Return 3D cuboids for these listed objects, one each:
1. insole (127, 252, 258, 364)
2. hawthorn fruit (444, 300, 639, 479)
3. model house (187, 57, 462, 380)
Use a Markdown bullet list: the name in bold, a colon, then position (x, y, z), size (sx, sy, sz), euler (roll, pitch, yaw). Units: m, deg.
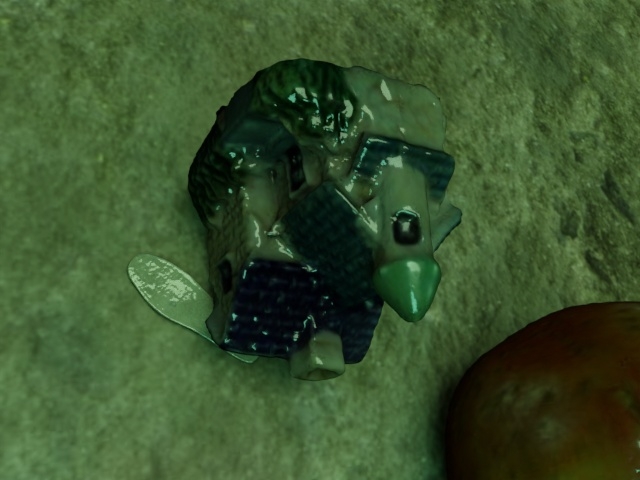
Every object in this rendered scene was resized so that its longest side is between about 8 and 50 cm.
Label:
- **insole**: position (-0.151, 0.083, 0.842), size (0.192, 0.010, 0.063), euler (36, 56, -5)
- **hawthorn fruit**: position (0.354, 0.258, 0.779), size (0.402, 0.403, 0.403), euler (11, 62, -21)
- **model house**: position (0.002, 0.001, 0.777), size (0.243, 0.298, 0.284), euler (6, 65, -29)
